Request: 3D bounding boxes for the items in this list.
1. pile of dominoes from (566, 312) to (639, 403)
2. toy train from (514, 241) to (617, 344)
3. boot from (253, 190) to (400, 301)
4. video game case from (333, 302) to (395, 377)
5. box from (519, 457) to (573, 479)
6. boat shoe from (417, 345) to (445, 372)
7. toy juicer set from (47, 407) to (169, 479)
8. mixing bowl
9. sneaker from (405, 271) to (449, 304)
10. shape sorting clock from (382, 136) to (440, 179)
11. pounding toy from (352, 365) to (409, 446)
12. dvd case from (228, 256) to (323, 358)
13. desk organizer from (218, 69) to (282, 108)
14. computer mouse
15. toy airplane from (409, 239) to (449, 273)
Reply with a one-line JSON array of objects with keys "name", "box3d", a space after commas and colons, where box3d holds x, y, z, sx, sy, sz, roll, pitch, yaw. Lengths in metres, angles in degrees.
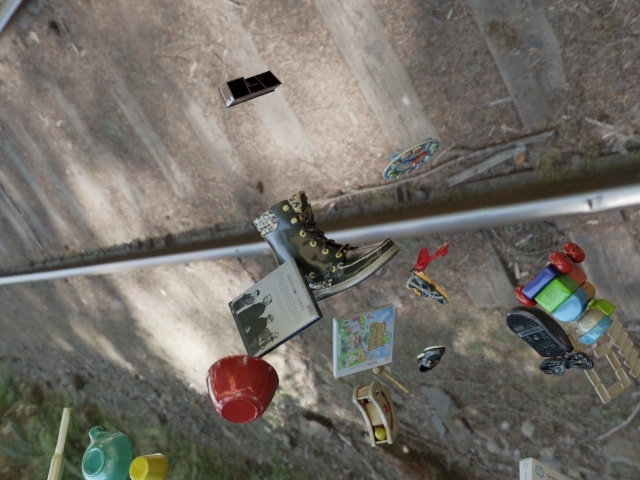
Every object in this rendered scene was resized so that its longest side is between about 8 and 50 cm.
[{"name": "pile of dominoes", "box3d": [0.859, 0.336, 1.751, 0.251, 0.195, 0.040, 61, 164, 4]}, {"name": "toy train", "box3d": [0.451, 0.085, 1.001, 0.143, 0.248, 0.105, 48, 123, 19]}, {"name": "boot", "box3d": [0.000, 0.000, 1.533, 0.377, 0.138, 0.284, -27, 92, 40]}, {"name": "video game case", "box3d": [0.129, 0.298, 1.708, 0.023, 0.193, 0.213, -132, 36, -55]}, {"name": "box", "box3d": [0.450, 0.543, 1.115, 0.145, 0.186, 0.038, 32, 137, -16]}, {"name": "boat shoe", "box3d": [0.259, 0.273, 1.329, 0.048, 0.042, 0.133, 2, 153, -9]}, {"name": "toy juicer set", "box3d": [-0.502, 0.538, 1.305, 0.328, 0.209, 0.089, 14, 166, 30]}, {"name": "mixing bowl", "box3d": [-0.191, 0.374, 1.382, 0.181, 0.098, 0.182, -1, 125, -2]}, {"name": "sneaker", "box3d": [0.390, 0.178, 2.093, 0.215, 0.083, 0.084, 39, -171, -29]}, {"name": "shape sorting clock", "box3d": [0.290, -0.254, 1.826, 0.040, 0.206, 0.206, 61, 148, 19]}, {"name": "pounding toy", "box3d": [0.217, 0.563, 1.990, 0.154, 0.154, 0.270, -21, 75, 26]}, {"name": "dvd case", "box3d": [-0.122, 0.181, 1.496, 0.238, 0.029, 0.179, -35, 64, 20]}, {"name": "desk organizer", "box3d": [-0.154, -0.340, 1.269, 0.050, 0.130, 0.047, -12, 104, 61]}, {"name": "computer mouse", "box3d": [0.660, 0.280, 1.700, 0.272, 0.072, 0.188, 45, 148, -8]}, {"name": "toy airplane", "box3d": [0.316, 0.051, 1.651, 0.028, 0.151, 0.151, 49, 148, 26]}]
